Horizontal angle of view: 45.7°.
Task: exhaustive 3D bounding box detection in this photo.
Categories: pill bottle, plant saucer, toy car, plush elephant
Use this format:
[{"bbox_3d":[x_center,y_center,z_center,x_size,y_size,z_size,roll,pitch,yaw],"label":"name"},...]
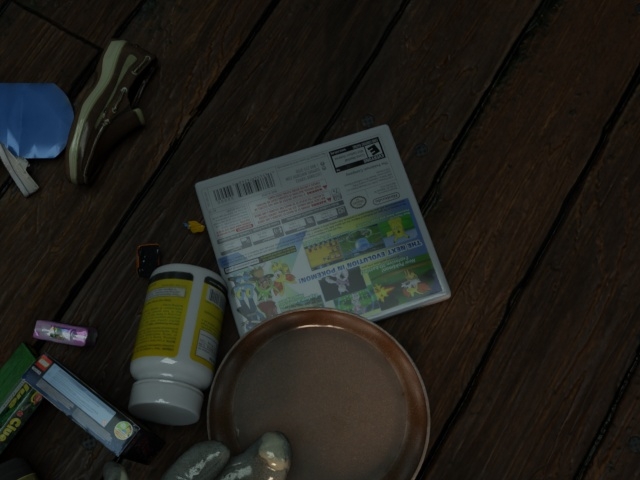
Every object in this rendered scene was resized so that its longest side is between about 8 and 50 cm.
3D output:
[{"bbox_3d":[-0.205,0.149,1.091,0.119,0.119,0.209,5,59,2],"label":"pill bottle"},{"bbox_3d":[-0.002,0.248,1.070,0.310,0.050,0.311,0,88,5],"label":"plant saucer"},{"bbox_3d":[-0.240,0.013,1.203,0.122,0.060,0.040,-23,32,-21],"label":"toy car"},{"bbox_3d":[-0.171,0.392,0.917,0.330,0.255,0.272,-3,87,0],"label":"plush elephant"}]

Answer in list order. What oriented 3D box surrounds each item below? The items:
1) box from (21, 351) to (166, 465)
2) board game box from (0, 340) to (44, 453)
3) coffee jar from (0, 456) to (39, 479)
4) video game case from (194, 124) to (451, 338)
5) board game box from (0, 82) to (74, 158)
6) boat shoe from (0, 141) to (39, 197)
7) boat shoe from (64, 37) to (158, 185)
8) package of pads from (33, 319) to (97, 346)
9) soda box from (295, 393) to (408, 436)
[{"bbox_3d":[-0.300,0.236,1.036,0.159,0.233,0.044,35,73,8],"label":"box"},{"bbox_3d":[-0.487,0.277,1.092,0.030,0.136,0.260,43,78,-32],"label":"board game box"},{"bbox_3d":[-0.415,0.401,1.068,0.079,0.096,0.184,-22,74,-41],"label":"coffee jar"},{"bbox_3d":[0.000,0.000,1.193,0.329,0.036,0.300,-18,76,-4],"label":"video game case"},{"bbox_3d":[-0.489,-0.192,1.250,0.168,0.033,0.133,-2,75,-7],"label":"board game box"},{"bbox_3d":[-0.481,-0.118,1.210,0.035,0.035,0.100,-34,118,-19],"label":"boat shoe"},{"bbox_3d":[-0.329,-0.203,1.220,0.095,0.095,0.257,15,76,-2],"label":"boat shoe"},{"bbox_3d":[-0.387,0.141,1.156,0.083,0.050,0.032,9,82,3],"label":"package of pads"},{"bbox_3d":[0.051,0.240,1.122,0.168,0.053,0.060,13,77,4],"label":"soda box"}]
